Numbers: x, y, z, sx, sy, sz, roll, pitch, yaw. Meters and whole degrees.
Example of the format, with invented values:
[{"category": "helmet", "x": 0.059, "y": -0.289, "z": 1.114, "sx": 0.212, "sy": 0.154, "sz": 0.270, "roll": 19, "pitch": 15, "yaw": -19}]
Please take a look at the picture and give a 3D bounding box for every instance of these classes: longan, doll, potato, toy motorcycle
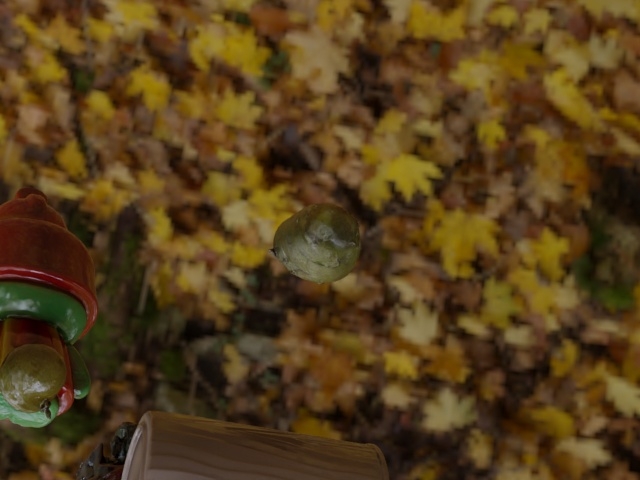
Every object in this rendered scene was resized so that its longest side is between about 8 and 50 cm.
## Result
[{"category": "longan", "x": -0.293, "y": 0.146, "z": 1.505, "sx": 0.075, "sy": 0.083, "sz": 0.075, "roll": -27, "pitch": 159, "yaw": -11}, {"category": "doll", "x": -0.369, "y": 0.060, "z": 1.830, "sx": 0.182, "sy": 0.363, "sz": 0.160, "roll": 13, "pitch": 130, "yaw": -21}, {"category": "potato", "x": 0.000, "y": 0.000, "z": 1.781, "sx": 0.105, "sy": 0.085, "sz": 0.188, "roll": 27, "pitch": 163, "yaw": -3}, {"category": "toy motorcycle", "x": -0.308, "y": 0.364, "z": 2.107, "sx": 0.082, "sy": 0.122, "sz": 0.213, "roll": 22, "pitch": 120, "yaw": -23}]

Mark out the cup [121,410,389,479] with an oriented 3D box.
[{"category": "cup", "x": -0.078, "y": 0.284, "z": 1.592, "sx": 0.273, "sy": 0.288, "sz": 0.208, "roll": 11, "pitch": 122, "yaw": -12}]
